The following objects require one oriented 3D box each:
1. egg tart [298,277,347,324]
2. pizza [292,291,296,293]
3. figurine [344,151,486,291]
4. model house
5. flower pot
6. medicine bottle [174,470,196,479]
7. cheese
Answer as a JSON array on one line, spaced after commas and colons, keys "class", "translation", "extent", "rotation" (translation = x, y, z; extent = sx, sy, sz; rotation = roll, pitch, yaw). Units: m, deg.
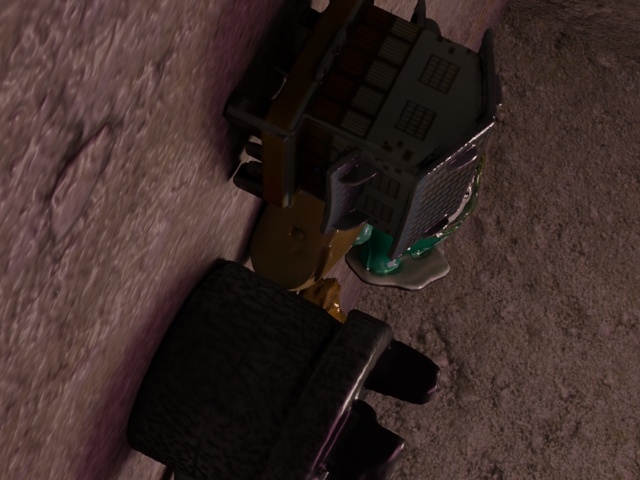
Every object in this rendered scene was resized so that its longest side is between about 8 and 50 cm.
[{"class": "egg tart", "translation": [-0.024, 0.206, 1.820], "extent": [0.319, 0.128, 0.319], "rotation": [26, 90, -89]}, {"class": "pizza", "translation": [-0.082, 0.125, 1.825], "extent": [0.176, 0.036, 0.184], "rotation": [-55, 170, -47]}, {"class": "figurine", "translation": [0.158, -0.096, 2.153], "extent": [0.323, 0.231, 0.340], "rotation": [-25, 141, -38]}, {"class": "model house", "translation": [0.047, -0.110, 1.163], "extent": [0.198, 0.215, 0.224], "rotation": [-60, 172, -19]}, {"class": "flower pot", "translation": [-0.041, 0.202, 1.361], "extent": [0.299, 0.283, 0.299], "rotation": [25, 90, -85]}, {"class": "medicine bottle", "translation": [-0.162, 0.399, 1.740], "extent": [0.090, 0.090, 0.216], "rotation": [-47, 143, -69]}, {"class": "cheese", "translation": [0.030, -0.090, 1.547], "extent": [0.316, 0.128, 0.259], "rotation": [-45, 168, -53]}]
